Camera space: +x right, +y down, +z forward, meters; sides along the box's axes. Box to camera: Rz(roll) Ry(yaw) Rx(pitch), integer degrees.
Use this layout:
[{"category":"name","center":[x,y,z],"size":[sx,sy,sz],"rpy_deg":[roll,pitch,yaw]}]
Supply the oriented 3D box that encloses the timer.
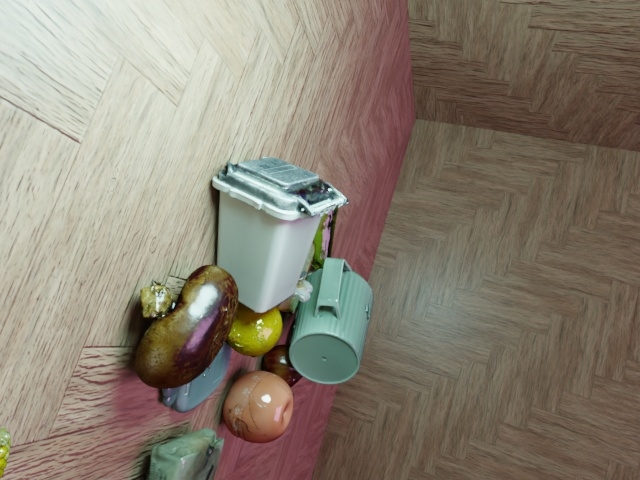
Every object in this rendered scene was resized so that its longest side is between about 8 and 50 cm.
[{"category":"timer","center":[-0.210,0.561,1.402],"size":[0.229,0.214,0.230],"rpy_deg":[8,90,-72]}]

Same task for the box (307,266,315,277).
[{"category":"box","center":[-0.044,0.221,1.877],"size":[0.141,0.058,0.201],"rpy_deg":[-32,135,-65]}]

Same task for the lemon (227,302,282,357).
[{"category":"lemon","center":[-0.204,0.259,1.246],"size":[0.206,0.173,0.173],"rpy_deg":[-27,129,-60]}]

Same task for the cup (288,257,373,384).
[{"category":"cup","center":[0.024,0.289,1.607],"size":[0.401,0.310,0.392],"rpy_deg":[59,22,-21]}]

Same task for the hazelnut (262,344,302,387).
[{"category":"hazelnut","center":[-0.141,0.496,1.623],"size":[0.204,0.178,0.178],"rpy_deg":[74,34,-47]}]

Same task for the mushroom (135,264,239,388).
[{"category":"mushroom","center":[-0.294,0.192,0.936],"size":[0.278,0.163,0.297],"rpy_deg":[77,34,-56]}]

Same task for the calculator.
[{"category":"calculator","center":[-0.333,0.372,1.151],"size":[0.299,0.041,0.186],"rpy_deg":[-9,112,-72]}]

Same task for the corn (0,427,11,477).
[{"category":"corn","center":[-0.508,0.396,0.500],"size":[0.131,0.131,0.344],"rpy_deg":[64,43,-64]}]

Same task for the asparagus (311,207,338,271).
[{"category":"asparagus","center":[0.000,0.000,1.727],"size":[0.128,0.108,0.382],"rpy_deg":[-24,123,-63]}]

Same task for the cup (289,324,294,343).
[{"category":"cup","center":[-0.040,0.457,1.920],"size":[0.264,0.182,0.226],"rpy_deg":[86,15,-61]}]

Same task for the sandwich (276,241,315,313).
[{"category":"sandwich","center":[-0.113,0.117,1.528],"size":[0.271,0.099,0.301],"rpy_deg":[63,43,-74]}]

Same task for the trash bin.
[{"category":"trash bin","center":[-0.125,-0.008,1.097],"size":[0.256,0.296,0.368],"rpy_deg":[-28,138,-57]}]

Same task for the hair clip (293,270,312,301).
[{"category":"hair clip","center":[-0.132,0.137,1.297],"size":[0.257,0.146,0.075],"rpy_deg":[-1,132,-31]}]

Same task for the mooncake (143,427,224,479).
[{"category":"mooncake","center":[-0.374,0.633,1.078],"size":[0.250,0.136,0.254],"rpy_deg":[53,49,-70]}]
